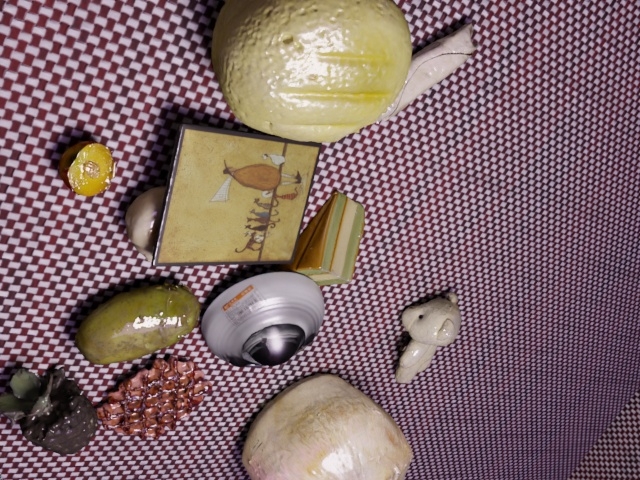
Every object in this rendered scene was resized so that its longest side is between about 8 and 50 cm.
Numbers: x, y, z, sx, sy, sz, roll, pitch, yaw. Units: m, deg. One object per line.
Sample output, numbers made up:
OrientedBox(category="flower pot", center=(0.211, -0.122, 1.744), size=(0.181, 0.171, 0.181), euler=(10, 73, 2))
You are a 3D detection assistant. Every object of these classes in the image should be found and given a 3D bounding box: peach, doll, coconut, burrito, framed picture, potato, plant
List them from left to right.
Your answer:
OrientedBox(category="plant", center=(-0.520, 0.323, 1.389), size=(0.142, 0.131, 0.203), euler=(-28, 143, -11))
OrientedBox(category="peach", center=(-0.386, -0.122, 1.190), size=(0.098, 0.061, 0.098), euler=(-39, 144, -36))
OrientedBox(category="potato", center=(-0.352, 0.159, 1.394), size=(0.251, 0.113, 0.149), euler=(-17, 139, -11))
OrientedBox(category="framed picture", center=(-0.144, -0.074, 1.336), size=(0.338, 0.014, 0.256), euler=(1, 108, -46))
OrientedBox(category="coconut", center=(0.036, 0.554, 1.772), size=(0.404, 0.404, 0.405), euler=(-18, 131, -22))
OrientedBox(category="doll", center=(0.261, 0.258, 1.886), size=(0.149, 0.175, 0.278), euler=(19, 127, -1))
OrientedBox(category="burrito", center=(0.200, -0.331, 1.420), size=(0.275, 0.059, 0.082), euler=(-34, 121, -7))

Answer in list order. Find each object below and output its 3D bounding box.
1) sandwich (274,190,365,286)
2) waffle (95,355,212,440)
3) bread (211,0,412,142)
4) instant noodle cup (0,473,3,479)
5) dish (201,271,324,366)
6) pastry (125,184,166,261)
OrientedBox(category="sandwich", center=(0.000, 0.000, 1.573), size=(0.117, 0.144, 0.188), euler=(27, 70, -43))
OrientedBox(category="waffle", center=(-0.354, 0.342, 1.571), size=(0.234, 0.055, 0.221), euler=(-43, 137, 9))
OrientedBox(category="bread", center=(-0.012, -0.300, 1.176), size=(0.320, 0.237, 0.321), euler=(-15, 129, -19))
OrientedBox(category="instant noodle cup", center=(-0.722, 0.466, 1.338), size=(0.232, 0.207, 0.207), euler=(-18, 131, -33))
OrientedBox(category="dish", center=(-0.106, 0.205, 1.535), size=(0.273, 0.134, 0.273), euler=(-14, 140, -12))
OrientedBox(category="pastry", center=(-0.274, -0.030, 1.313), size=(0.156, 0.092, 0.157), euler=(-20, 134, -23))
